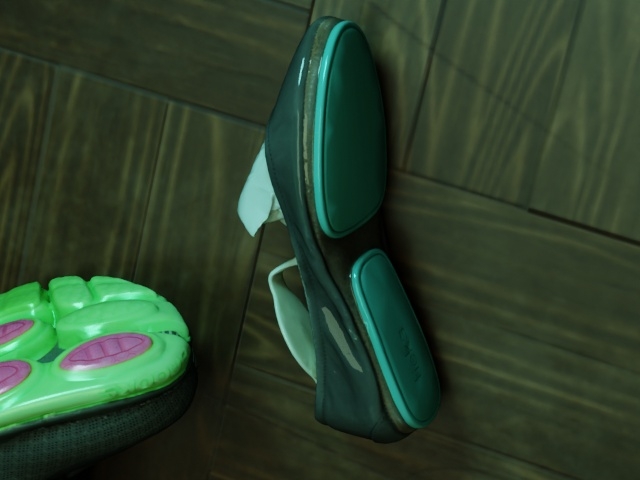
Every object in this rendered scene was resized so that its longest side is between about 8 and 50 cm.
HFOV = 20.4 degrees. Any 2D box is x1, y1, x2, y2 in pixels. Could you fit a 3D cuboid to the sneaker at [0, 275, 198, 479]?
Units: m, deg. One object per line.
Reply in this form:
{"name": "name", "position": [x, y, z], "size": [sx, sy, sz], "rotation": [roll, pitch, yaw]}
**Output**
{"name": "sneaker", "position": [-0.249, 0.191, 1.246], "size": [0.483, 0.185, 0.202], "rotation": [-35, 109, 26]}

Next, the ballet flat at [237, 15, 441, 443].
{"name": "ballet flat", "position": [0.000, 0.000, 1.134], "size": [0.096, 0.095, 0.280], "rotation": [-4, 103, 32]}
